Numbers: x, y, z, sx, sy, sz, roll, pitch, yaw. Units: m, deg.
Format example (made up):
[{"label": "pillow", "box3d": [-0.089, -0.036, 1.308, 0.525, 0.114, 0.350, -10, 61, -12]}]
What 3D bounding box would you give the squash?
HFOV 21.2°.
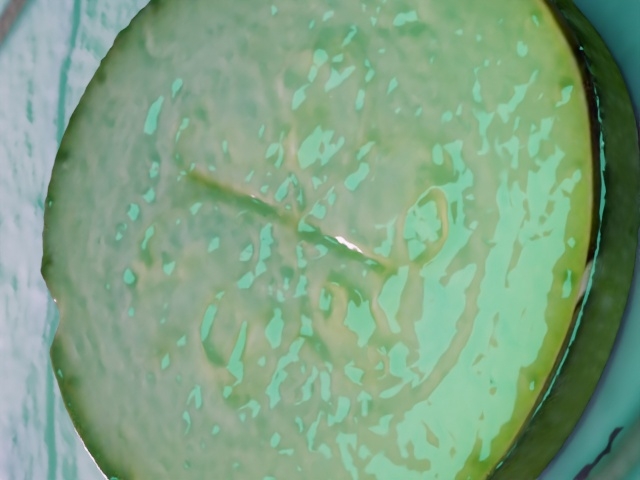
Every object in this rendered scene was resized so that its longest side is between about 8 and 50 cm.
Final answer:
[{"label": "squash", "box3d": [0.003, 0.001, 0.551, 0.219, 0.041, 0.219, -8, 76, 34]}]
